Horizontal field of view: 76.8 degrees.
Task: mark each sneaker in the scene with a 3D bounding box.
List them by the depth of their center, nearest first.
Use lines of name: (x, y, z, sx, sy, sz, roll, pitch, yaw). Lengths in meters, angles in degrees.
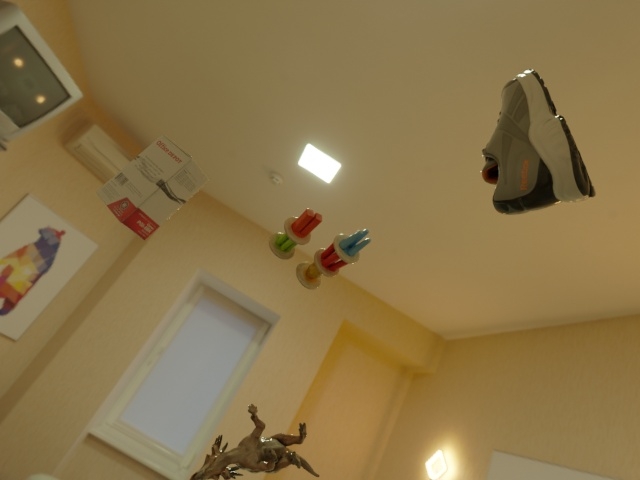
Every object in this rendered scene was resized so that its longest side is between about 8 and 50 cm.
sneaker: (0.260, -0.136, 0.532, 0.108, 0.272, 0.100, -24, -59, 33)

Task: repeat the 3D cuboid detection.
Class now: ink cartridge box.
ink cartridge box: (-0.254, -0.083, 0.615, 0.099, 0.135, 0.056, 38, -13, 33)

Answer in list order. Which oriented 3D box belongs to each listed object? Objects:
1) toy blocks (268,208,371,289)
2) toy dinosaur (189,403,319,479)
toy blocks: (0.000, 0.000, 0.645, 0.123, 0.054, 0.148, 48, -52, -4)
toy dinosaur: (-0.151, 0.524, 0.982, 0.295, 0.127, 0.200, 29, -62, -29)
